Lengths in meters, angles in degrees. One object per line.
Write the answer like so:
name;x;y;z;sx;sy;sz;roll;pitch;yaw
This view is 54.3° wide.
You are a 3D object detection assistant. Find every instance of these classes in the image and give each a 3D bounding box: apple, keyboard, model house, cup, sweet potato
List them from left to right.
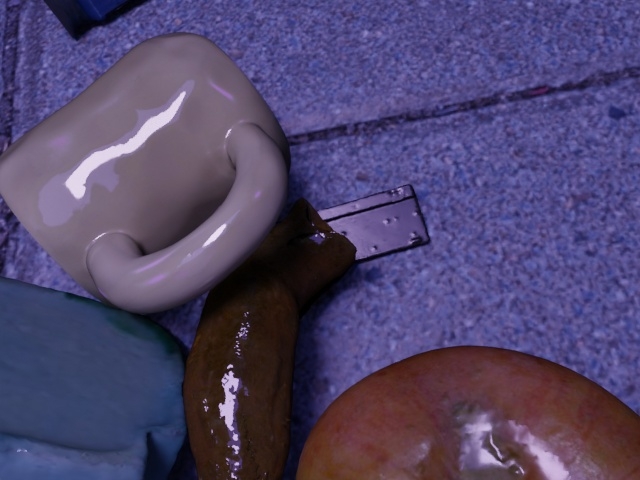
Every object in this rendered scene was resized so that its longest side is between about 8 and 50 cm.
model house;-0.270;0.180;0.453;0.281;0.230;0.248;19;105;-23
cup;-0.133;-0.059;0.501;0.202;0.255;0.173;-40;104;-8
sweet potato;-0.038;0.077;0.464;0.112;0.085;0.285;9;46;1
keyboard;0.000;0.000;0.581;0.196;0.018;0.060;-15;73;2
apple;0.107;0.190;0.389;0.261;0.194;0.260;-3;65;6

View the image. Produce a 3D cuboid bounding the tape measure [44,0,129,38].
tape measure;-0.298;-0.404;0.667;0.138;0.259;0.262;-27;62;-5
